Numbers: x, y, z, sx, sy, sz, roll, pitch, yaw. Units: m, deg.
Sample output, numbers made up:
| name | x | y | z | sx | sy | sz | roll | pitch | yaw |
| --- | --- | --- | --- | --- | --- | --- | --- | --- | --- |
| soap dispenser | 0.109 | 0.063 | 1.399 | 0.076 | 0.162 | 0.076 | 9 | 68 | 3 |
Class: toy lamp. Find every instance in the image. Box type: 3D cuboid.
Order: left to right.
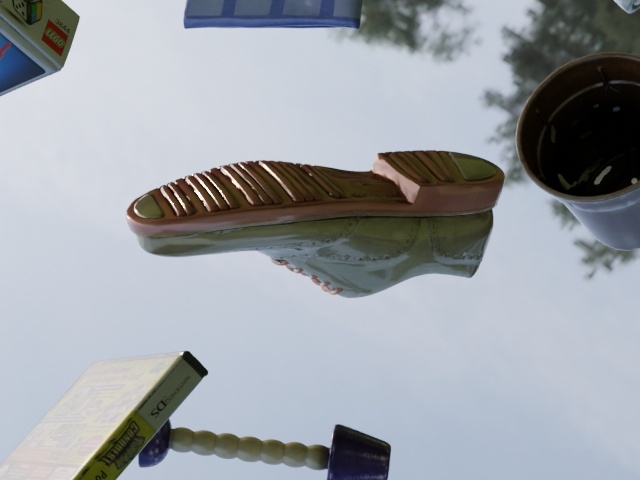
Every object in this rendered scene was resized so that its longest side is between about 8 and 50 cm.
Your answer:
| name | x | y | z | sx | sy | sz | roll | pitch | yaw |
| --- | --- | --- | --- | --- | --- | --- | --- | --- | --- |
| toy lamp | -0.060 | 0.231 | 1.599 | 0.275 | 0.080 | 0.080 | 6 | -144 | 0 |

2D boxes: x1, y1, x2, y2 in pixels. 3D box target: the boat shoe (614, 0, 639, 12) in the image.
| name | x | y | z | sx | sy | sz | roll | pitch | yaw |
| --- | --- | --- | --- | --- | --- | --- | --- | --- | --- |
| boat shoe | 0.348 | -0.359 | 1.350 | 0.091 | 0.302 | 0.114 | 40 | -173 | 13 |

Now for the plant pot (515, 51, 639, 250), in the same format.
| name | x | y | z | sx | sy | sz | roll | pitch | yaw |
| --- | --- | --- | --- | --- | --- | --- | --- | --- | --- |
| plant pot | 0.303 | -0.077 | 1.477 | 0.167 | 0.167 | 0.165 | 60 | -173 | 36 |

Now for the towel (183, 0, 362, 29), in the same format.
| name | x | y | z | sx | sy | sz | roll | pitch | yaw |
| --- | --- | --- | --- | --- | --- | --- | --- | --- | --- |
| towel | -0.029 | -0.333 | 1.347 | 0.209 | 0.285 | 0.034 | 4 | 175 | 34 |

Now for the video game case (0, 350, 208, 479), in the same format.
| name | x | y | z | sx | sy | sz | roll | pitch | yaw |
| --- | --- | --- | --- | --- | --- | --- | --- | --- | --- |
| video game case | -0.250 | 0.213 | 1.424 | 0.035 | 0.275 | 0.248 | 47 | -115 | -15 |

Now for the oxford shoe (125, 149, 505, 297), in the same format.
| name | x | y | z | sx | sy | sz | roll | pitch | yaw |
| --- | --- | --- | --- | --- | --- | --- | --- | --- | --- |
| oxford shoe | 0.000 | 0.000 | 1.481 | 0.397 | 0.146 | 0.140 | -3 | -155 | -15 |

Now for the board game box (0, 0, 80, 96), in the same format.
| name | x | y | z | sx | sy | sz | roll | pitch | yaw |
| --- | --- | --- | --- | --- | --- | --- | --- | --- | --- |
| board game box | -0.331 | -0.138 | 0.931 | 0.193 | 0.305 | 0.053 | 42 | -135 | -38 |
